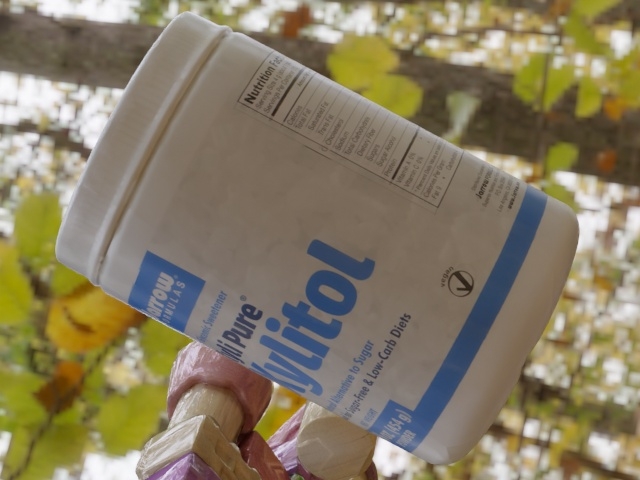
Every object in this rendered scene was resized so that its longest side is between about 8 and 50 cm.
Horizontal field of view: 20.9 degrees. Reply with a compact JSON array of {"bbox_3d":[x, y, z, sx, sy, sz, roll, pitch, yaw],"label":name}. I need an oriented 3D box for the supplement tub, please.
[{"bbox_3d":[0.000,0.000,0.410,0.071,0.107,0.071,-63,-1,-1],"label":"supplement tub"}]

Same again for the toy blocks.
[{"bbox_3d":[-0.022,0.186,1.088,0.288,0.309,0.260,55,-160,-19],"label":"toy blocks"}]
